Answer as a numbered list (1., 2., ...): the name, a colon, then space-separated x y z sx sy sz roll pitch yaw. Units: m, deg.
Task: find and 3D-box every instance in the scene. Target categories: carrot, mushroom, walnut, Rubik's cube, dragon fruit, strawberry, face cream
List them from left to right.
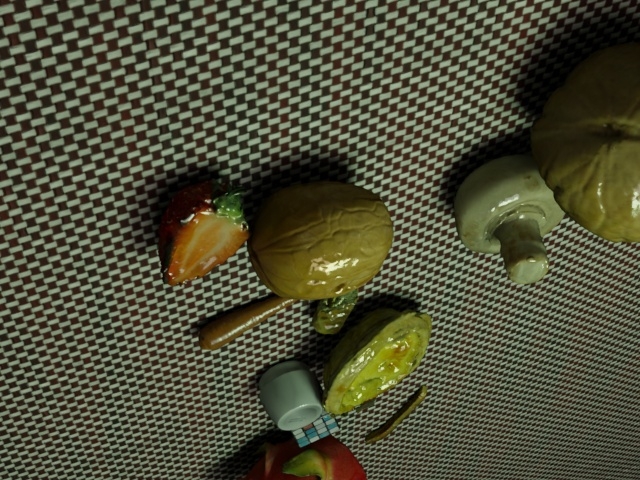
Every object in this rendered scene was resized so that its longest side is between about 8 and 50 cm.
1. strawberry: -0.176 -0.021 1.615 0.140 0.085 0.192 -17 147 -16
2. carrot: -0.113 0.127 1.909 0.216 0.048 0.048 -27 148 -9
3. face cream: -0.056 0.294 2.118 0.117 0.104 0.117 -18 147 -12
4. dragon fruit: -0.055 0.555 2.304 0.226 0.305 0.305 -14 147 -36
5. Rubik's cube: -0.025 0.341 2.216 0.092 0.092 0.092 -25 148 -2
6. walnut: 0.000 0.000 1.682 0.226 0.193 0.193 -8 143 -30
7. mushroom: 0.324 -0.047 1.836 0.206 0.209 0.206 -10 117 -20
8. walnut: 0.479 -0.149 1.707 0.333 0.333 0.333 -18 146 -13

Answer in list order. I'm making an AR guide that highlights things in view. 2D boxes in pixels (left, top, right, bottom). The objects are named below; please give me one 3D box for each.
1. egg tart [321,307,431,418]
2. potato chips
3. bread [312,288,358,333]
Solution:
1. egg tart: 0.097 0.222 2.113 0.279 0.095 0.279 -33 153 -19
2. potato chips: 0.175 0.392 2.490 0.037 0.026 0.204 23 125 -34
3. bread: 0.023 0.124 1.981 0.066 0.060 0.110 -37 163 -45
